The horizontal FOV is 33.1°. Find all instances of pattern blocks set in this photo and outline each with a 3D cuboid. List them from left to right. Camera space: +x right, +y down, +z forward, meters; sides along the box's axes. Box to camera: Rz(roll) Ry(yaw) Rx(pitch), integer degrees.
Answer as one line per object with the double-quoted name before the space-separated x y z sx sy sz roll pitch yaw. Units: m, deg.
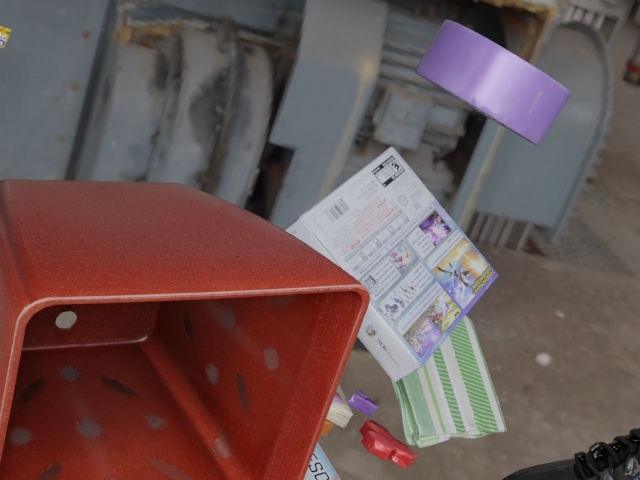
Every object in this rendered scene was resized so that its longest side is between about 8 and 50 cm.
"pattern blocks set" -0.042 0.168 1.377 0.325 0.026 0.285 28 9 -31

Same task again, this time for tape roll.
"tape roll" 0.221 -0.202 1.385 0.189 0.080 0.189 30 9 -5

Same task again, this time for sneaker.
"sneaker" 0.346 0.240 1.155 0.341 0.139 0.125 -10 28 3

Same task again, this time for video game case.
"video game case" 0.099 0.024 1.463 0.244 0.061 0.269 50 40 0

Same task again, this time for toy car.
"toy car" -0.462 -0.275 1.444 0.060 0.040 0.122 30 12 40

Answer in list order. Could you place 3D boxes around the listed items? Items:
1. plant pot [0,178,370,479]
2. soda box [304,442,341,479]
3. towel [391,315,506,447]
"plant pot" -0.161 0.087 0.870 0.267 0.267 0.235 0 32 -33
"soda box" -0.023 0.250 1.117 0.058 0.063 0.183 -9 50 -35
"towel" 0.204 0.222 1.827 0.325 0.038 0.247 10 60 -55
